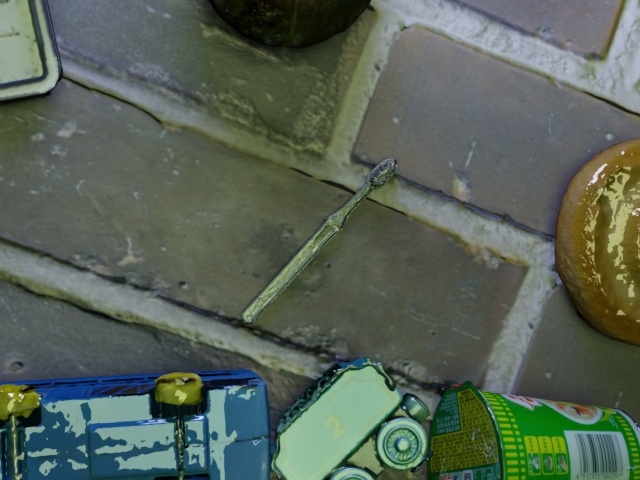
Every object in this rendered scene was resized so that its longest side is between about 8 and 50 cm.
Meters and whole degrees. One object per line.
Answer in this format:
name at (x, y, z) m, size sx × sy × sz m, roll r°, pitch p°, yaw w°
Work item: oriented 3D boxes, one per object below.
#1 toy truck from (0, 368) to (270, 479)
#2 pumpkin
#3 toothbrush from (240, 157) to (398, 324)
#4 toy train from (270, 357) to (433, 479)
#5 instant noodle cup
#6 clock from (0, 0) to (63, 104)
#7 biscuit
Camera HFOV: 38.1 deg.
toy truck at (-0.254, 0.236, 1.095) m, size 0.385 × 0.162 × 0.161 m, roll -3°, pitch 92°, yaw -9°
pumpkin at (-0.032, -0.360, 1.115) m, size 0.260 × 0.189 × 0.260 m, roll 0°, pitch 93°, yaw -10°
toothbrush at (-0.001, 0.000, 1.210) m, size 0.026 × 0.028 × 0.294 m, roll 44°, pitch 88°, yaw -7°
toy train at (0.034, 0.252, 1.179) m, size 0.203 × 0.112 × 0.163 m, roll -44°, pitch 92°, yaw -8°
instant noodle cup at (0.285, 0.283, 1.191) m, size 0.233 × 0.207 × 0.207 m, roll 3°, pitch 90°, yaw -17°
clock at (-0.470, -0.285, 1.103) m, size 0.279 × 0.049 × 0.273 m, roll -12°, pitch 94°, yaw -10°
biscuit at (0.464, 0.002, 1.262) m, size 0.297 × 0.102 × 0.296 m, roll 0°, pitch 92°, yaw -13°
